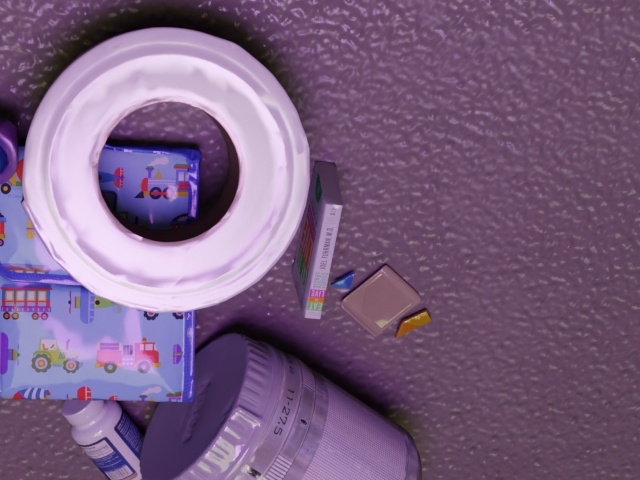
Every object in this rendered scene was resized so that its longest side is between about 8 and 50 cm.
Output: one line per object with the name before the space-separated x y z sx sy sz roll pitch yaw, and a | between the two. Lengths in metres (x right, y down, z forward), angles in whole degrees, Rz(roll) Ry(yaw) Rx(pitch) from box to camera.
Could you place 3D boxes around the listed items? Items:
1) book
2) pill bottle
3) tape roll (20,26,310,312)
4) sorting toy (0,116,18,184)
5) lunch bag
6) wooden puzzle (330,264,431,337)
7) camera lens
book | 0.000 0.000 1.595 0.035 0.096 0.144 5 120 -9
pill bottle | -0.251 0.228 1.720 0.067 0.067 0.120 -28 120 10
tape roll | -0.157 -0.072 1.474 0.286 0.100 0.286 -2 99 -10
sorting toy | -0.485 -0.063 1.452 0.366 0.126 0.127 -2 115 7
lunch bag | -0.242 0.015 1.578 0.221 0.138 0.293 1 106 -6
wooden puzzle | 0.070 0.070 1.694 0.078 0.014 0.116 -35 119 9
camera lens | -0.039 0.257 1.673 0.274 0.219 0.219 35 111 -23
